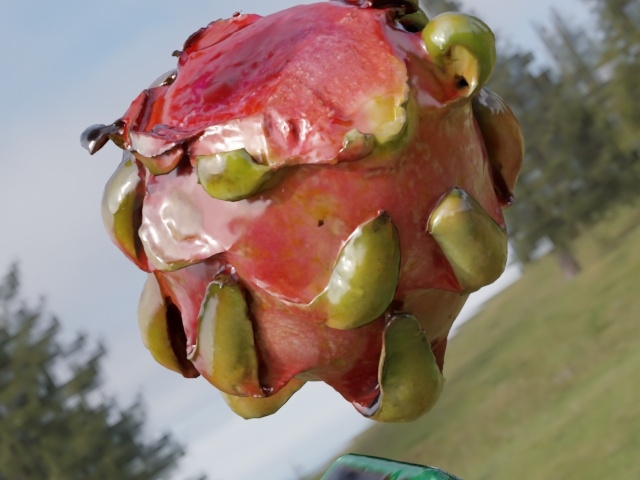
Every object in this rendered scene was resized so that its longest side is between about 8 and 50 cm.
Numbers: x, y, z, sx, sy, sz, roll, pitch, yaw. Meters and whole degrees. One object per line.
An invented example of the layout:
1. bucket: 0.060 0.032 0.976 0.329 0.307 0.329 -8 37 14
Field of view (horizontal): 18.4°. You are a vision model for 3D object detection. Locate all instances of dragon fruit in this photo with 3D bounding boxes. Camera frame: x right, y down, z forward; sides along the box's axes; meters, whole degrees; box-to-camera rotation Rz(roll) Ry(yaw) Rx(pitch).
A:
1. dragon fruit: -0.007 -0.016 1.124 0.227 0.243 0.307 -28 11 -23

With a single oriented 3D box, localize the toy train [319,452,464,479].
1. toy train: 0.023 0.121 0.484 0.136 0.091 0.227 -54 19 -19
